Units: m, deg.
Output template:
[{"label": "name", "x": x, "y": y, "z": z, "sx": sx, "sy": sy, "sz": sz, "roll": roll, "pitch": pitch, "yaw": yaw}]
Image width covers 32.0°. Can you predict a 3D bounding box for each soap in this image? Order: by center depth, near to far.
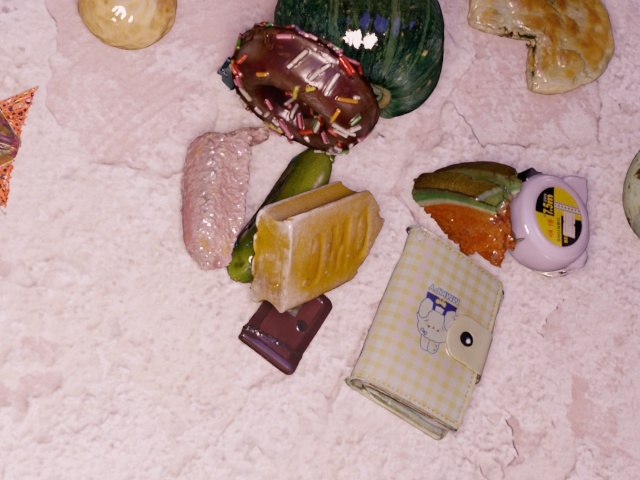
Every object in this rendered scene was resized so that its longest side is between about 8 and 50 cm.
[{"label": "soap", "x": 0.000, "y": 0.000, "z": 1.781, "sx": 0.257, "sy": 0.080, "sz": 0.160, "roll": -23, "pitch": 126, "yaw": -49}]

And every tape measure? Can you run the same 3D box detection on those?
[{"label": "tape measure", "x": 0.401, "y": -0.036, "z": 2.030, "sx": 0.178, "sy": 0.105, "sz": 0.196, "roll": 17, "pitch": 68, "yaw": -27}]

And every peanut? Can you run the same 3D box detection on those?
[{"label": "peanut", "x": -0.311, "y": -0.379, "z": 1.805, "sx": 0.159, "sy": 0.109, "sz": 0.140, "roll": -4, "pitch": 62, "yaw": -15}]

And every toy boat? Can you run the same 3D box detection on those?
[{"label": "toy boat", "x": -0.116, "y": -0.319, "z": 1.903, "sx": 0.060, "sy": 0.055, "sz": 0.141, "roll": 33, "pitch": 63, "yaw": -4}]

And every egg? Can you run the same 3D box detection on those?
[{"label": "egg", "x": 0.659, "y": -0.090, "z": 2.127, "sx": 0.169, "sy": 0.169, "sz": 0.231, "roll": 12, "pitch": 55, "yaw": -21}]

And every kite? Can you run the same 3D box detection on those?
[{"label": "kite", "x": -0.512, "y": -0.156, "z": 1.694, "sx": 0.125, "sy": 0.008, "sz": 0.222, "roll": 17, "pitch": 68, "yaw": -19}]

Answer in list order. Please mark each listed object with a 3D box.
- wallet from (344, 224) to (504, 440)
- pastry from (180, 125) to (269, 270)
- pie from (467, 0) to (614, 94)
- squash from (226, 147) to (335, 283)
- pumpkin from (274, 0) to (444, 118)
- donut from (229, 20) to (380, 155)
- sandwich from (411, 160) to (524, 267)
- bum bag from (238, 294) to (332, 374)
[{"label": "wallet", "x": 0.188, "y": 0.154, "z": 1.887, "sx": 0.223, "sy": 0.077, "sz": 0.309, "roll": 30, "pitch": 62, "yaw": -9}, {"label": "pastry", "x": -0.166, "y": -0.086, "z": 1.778, "sx": 0.112, "sy": 0.103, "sz": 0.265, "roll": 33, "pitch": 55, "yaw": -31}, {"label": "pie", "x": 0.440, "y": -0.441, "z": 2.189, "sx": 0.338, "sy": 0.075, "sz": 0.337, "roll": 8, "pitch": 70, "yaw": -23}, {"label": "squash", "x": -0.051, "y": -0.060, "z": 1.836, "sx": 0.087, "sy": 0.087, "sz": 0.331, "roll": 38, "pitch": 60, "yaw": -9}, {"label": "pumpkin", "x": 0.065, "y": -0.368, "z": 1.863, "sx": 0.293, "sy": 0.197, "sz": 0.263, "roll": 10, "pitch": 71, "yaw": 7}, {"label": "donut", "x": -0.029, "y": -0.235, "z": 1.774, "sx": 0.270, "sy": 0.270, "sz": 0.103, "roll": 33, "pitch": 72, "yaw": -12}, {"label": "sandwich", "x": 0.265, "y": -0.052, "z": 1.961, "sx": 0.109, "sy": 0.185, "sz": 0.159, "roll": -39, "pitch": 127, "yaw": -40}, {"label": "bum bag", "x": -0.054, "y": 0.130, "z": 1.809, "sx": 0.109, "sy": 0.026, "sz": 0.159, "roll": 40, "pitch": 56, "yaw": -9}]
